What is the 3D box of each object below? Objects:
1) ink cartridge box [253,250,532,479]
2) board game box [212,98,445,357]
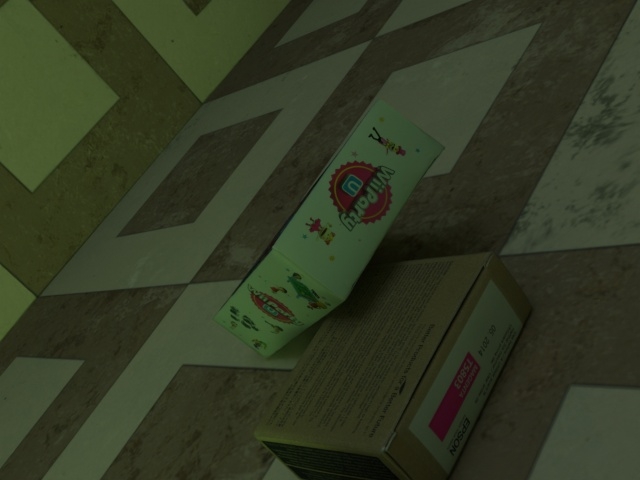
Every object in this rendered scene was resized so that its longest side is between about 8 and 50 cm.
[{"bbox_3d":[0.071,0.127,0.876,0.193,0.088,0.235,-6,41,50],"label":"ink cartridge box"},{"bbox_3d":[0.000,0.000,1.051,0.224,0.097,0.303,-55,5,-26],"label":"board game box"}]
